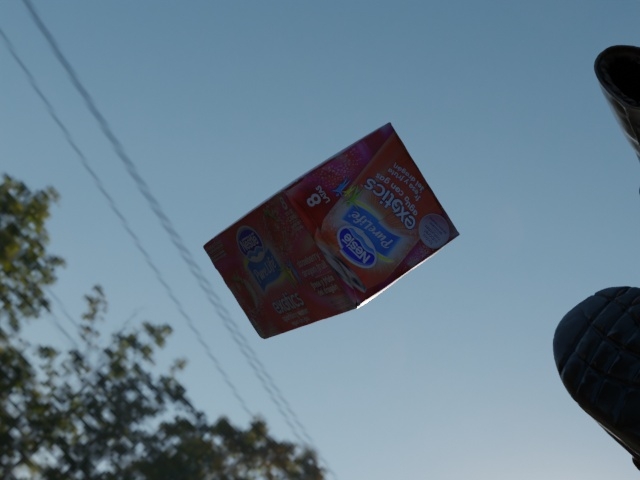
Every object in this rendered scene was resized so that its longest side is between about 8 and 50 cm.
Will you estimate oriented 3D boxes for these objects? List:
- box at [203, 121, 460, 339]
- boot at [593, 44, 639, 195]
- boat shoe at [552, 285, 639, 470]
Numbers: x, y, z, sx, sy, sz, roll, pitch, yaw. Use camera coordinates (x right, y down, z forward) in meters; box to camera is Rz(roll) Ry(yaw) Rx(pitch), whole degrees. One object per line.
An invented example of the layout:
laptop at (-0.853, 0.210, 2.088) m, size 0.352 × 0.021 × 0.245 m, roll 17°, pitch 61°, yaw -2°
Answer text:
box at (0.000, 0.000, 0.989) m, size 0.123 × 0.128 × 0.257 m, roll 57°, pitch -24°, yaw -3°
boot at (0.333, -0.064, 0.916) m, size 0.189 × 0.076 × 0.208 m, roll 40°, pitch -14°, yaw 39°
boat shoe at (0.298, 0.157, 0.840) m, size 0.120 × 0.122 × 0.324 m, roll 56°, pitch 2°, yaw -30°
